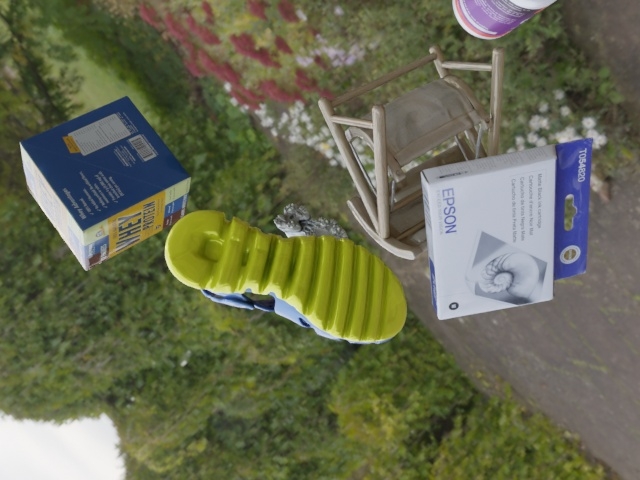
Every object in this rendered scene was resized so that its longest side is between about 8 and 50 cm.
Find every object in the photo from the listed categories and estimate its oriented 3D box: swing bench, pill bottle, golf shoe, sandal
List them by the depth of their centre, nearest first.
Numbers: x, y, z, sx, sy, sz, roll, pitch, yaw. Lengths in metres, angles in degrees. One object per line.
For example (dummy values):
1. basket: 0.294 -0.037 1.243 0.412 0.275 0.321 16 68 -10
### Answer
1. sandal: -0.041 0.051 1.032 0.317 0.126 0.138 21 164 -3
2. swing bench: 0.168 -0.144 1.255 0.165 0.253 0.254 22 135 55
3. golf shoe: 0.000 0.000 1.371 0.176 0.069 0.086 37 167 41
4. pill bottle: 0.446 -0.595 1.836 0.181 0.181 0.323 50 167 -7

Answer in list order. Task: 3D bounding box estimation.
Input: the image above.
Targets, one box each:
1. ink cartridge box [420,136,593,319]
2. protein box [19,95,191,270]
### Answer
1. ink cartridge box: 0.250 -0.010 1.032 0.045 0.224 0.223 -105 3 -56
2. protein box: -0.361 -0.099 1.343 0.200 0.201 0.136 51 152 16
